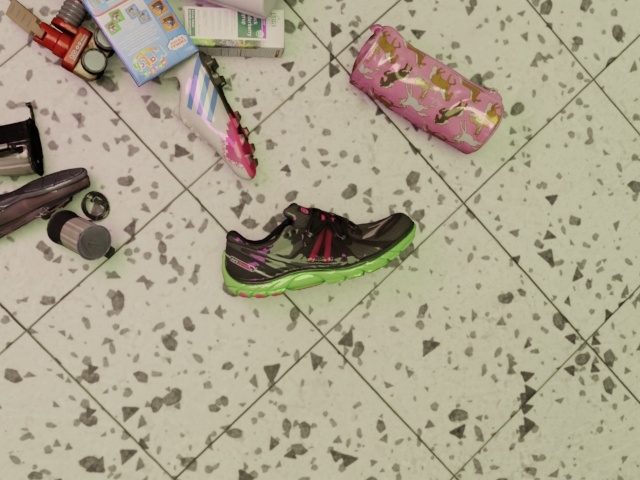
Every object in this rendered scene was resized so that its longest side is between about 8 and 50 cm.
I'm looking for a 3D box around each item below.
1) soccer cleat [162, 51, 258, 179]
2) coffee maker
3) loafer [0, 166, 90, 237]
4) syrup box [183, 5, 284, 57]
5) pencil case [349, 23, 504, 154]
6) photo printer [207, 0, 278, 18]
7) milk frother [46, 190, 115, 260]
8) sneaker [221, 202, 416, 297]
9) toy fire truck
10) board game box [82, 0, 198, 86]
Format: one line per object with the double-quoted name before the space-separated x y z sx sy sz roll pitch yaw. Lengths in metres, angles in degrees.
"soccer cleat" -0.263 -0.282 1.547 0.143 0.116 0.331 -23 90 8
"coffee maker" -0.737 -0.212 1.472 0.179 0.120 0.171 -10 52 -9
"loafer" -0.666 -0.078 1.488 0.303 0.109 0.095 -21 119 -4
"syrup box" -0.206 -0.499 1.554 0.237 0.096 0.093 -1 91 -7
"pencil case" 0.258 -0.372 1.591 0.386 0.160 0.167 29 77 -6
"photo printer" -0.214 -0.670 1.505 0.308 0.107 0.255 21 72 12
"milk frother" -0.524 -0.037 1.475 0.135 0.129 0.143 20 93 36
"sneaker" 0.000 0.000 1.535 0.483 0.185 0.202 -13 95 -10
"toy fire truck" -0.578 -0.511 1.478 0.246 0.158 0.216 28 86 -22
"board game box" -0.399 -0.475 1.441 0.160 0.039 0.211 -35 103 -12
